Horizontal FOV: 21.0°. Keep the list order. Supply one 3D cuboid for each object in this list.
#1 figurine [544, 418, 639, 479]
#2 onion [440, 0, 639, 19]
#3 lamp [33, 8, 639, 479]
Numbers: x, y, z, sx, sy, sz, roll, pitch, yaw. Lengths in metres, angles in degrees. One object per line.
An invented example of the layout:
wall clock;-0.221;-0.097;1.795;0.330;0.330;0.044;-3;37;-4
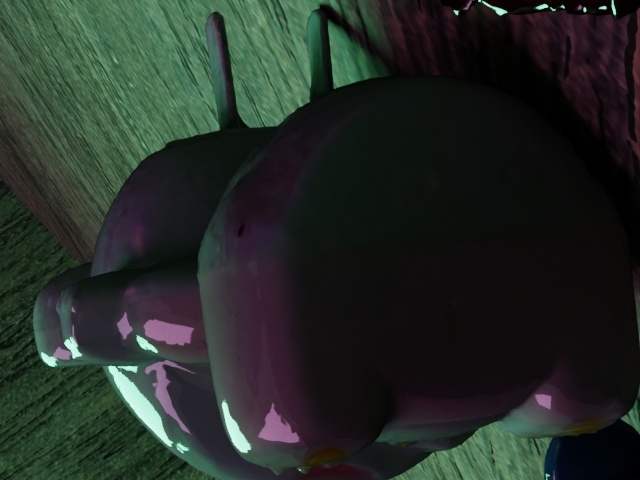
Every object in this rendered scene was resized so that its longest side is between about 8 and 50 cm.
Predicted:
figurine;0.188;0.249;0.863;0.338;0.204;0.283;63;-166;0
onion;0.005;-0.182;0.328;0.227;0.120;0.283;40;168;48
lamp;0.000;0.000;0.803;0.301;0.247;0.247;157;104;-71
